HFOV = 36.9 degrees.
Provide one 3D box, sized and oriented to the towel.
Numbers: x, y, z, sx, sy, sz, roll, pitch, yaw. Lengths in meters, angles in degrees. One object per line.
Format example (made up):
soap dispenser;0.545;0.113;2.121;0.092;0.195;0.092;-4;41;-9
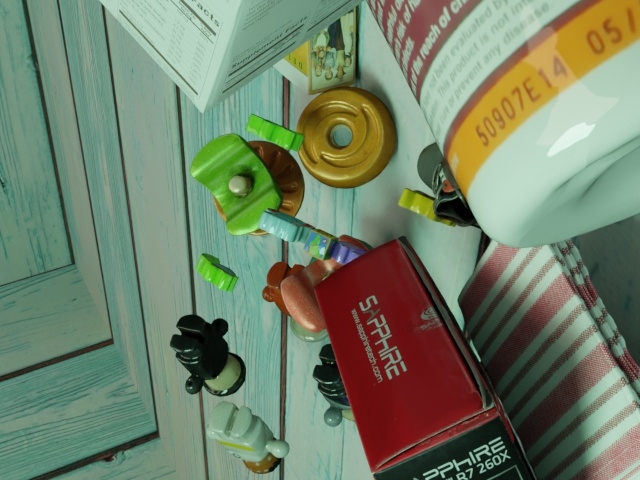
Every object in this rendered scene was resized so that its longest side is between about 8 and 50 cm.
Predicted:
towel;0.160;0.083;0.653;0.144;0.029;0.197;113;141;-54

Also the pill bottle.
pill bottle;0.102;-0.216;0.490;0.392;0.224;0.224;65;157;15

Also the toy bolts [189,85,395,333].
toy bolts;0.012;-0.032;1.008;0.229;0.218;0.158;60;-168;6

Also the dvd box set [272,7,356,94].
dvd box set;-0.061;-0.396;0.955;0.308;0.062;0.421;49;148;46

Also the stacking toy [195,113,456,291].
stacking toy;0.000;0.000;0.904;0.221;0.052;0.167;27;101;18

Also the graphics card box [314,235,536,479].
graphics card box;0.122;0.206;0.726;0.371;0.094;0.233;61;-176;-28

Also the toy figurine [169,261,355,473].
toy figurine;-0.052;0.158;1.149;0.210;0.213;0.148;57;176;36

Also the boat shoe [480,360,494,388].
boat shoe;0.212;0.125;0.681;0.254;0.079;0.095;35;132;55

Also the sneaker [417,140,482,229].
sneaker;0.115;-0.046;0.799;0.158;0.064;0.061;33;136;57

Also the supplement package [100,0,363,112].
supplement package;-0.042;-0.261;0.675;0.204;0.262;0.145;47;154;5
